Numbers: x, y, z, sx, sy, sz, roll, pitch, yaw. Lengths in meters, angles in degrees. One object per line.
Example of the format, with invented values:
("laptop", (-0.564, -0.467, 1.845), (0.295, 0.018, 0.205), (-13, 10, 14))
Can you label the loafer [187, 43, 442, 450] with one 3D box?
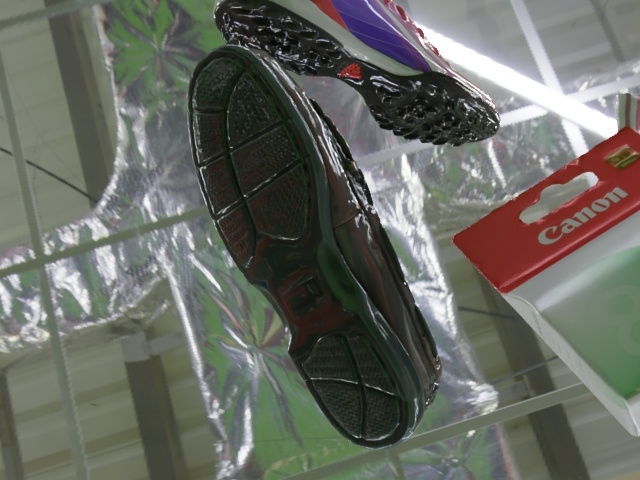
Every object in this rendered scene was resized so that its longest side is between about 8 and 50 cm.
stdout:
("loafer", (0.000, 0.000, 0.496), (0.096, 0.084, 0.267), (-22, -88, 37))

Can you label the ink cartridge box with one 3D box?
("ink cartridge box", (0.211, -0.002, 0.520), (0.181, 0.056, 0.224), (-32, -137, -2))

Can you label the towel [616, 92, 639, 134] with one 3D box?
("towel", (0.425, -0.096, 0.885), (0.197, 0.029, 0.144), (1, -94, -21))

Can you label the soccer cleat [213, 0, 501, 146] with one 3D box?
("soccer cleat", (0.054, -0.190, 0.727), (0.318, 0.108, 0.116), (21, -112, -26))
